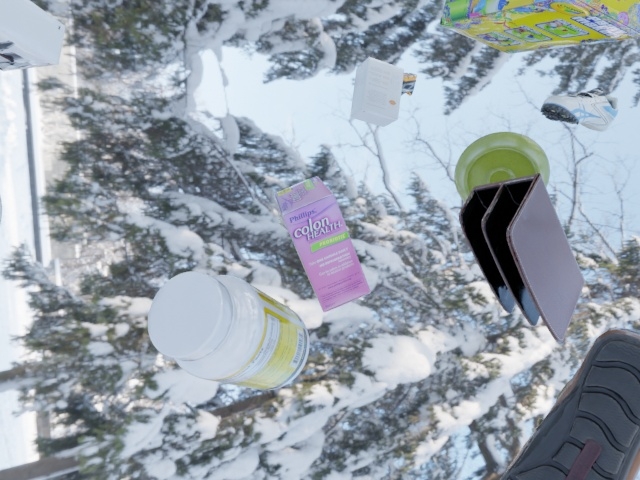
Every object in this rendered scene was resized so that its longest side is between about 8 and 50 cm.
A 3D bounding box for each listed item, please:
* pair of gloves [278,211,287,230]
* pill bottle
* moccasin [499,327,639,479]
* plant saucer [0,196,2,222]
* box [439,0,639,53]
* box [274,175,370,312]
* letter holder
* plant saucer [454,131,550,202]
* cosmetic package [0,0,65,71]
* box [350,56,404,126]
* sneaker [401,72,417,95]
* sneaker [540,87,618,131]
[{"bbox_3d":[-0.030,-0.023,1.480,0.240,0.042,0.204,38,-14,2],"label":"pair of gloves"},{"bbox_3d":[-0.163,0.176,0.881,0.188,0.334,0.188,-8,-115,18],"label":"pill bottle"},{"bbox_3d":[0.348,0.292,0.630,0.139,0.147,0.380,24,-83,40],"label":"moccasin"},{"bbox_3d":[-0.805,-0.029,0.822,0.100,0.400,0.400,37,-50,17],"label":"plant saucer"},{"bbox_3d":[0.373,-0.473,0.716,0.279,0.177,0.290,-142,-116,-63],"label":"box"},{"bbox_3d":[0.000,0.000,1.061,0.213,0.117,0.243,-118,-175,-70],"label":"box"},{"bbox_3d":[0.421,0.050,0.993,0.152,0.214,0.302,-8,-57,47],"label":"letter holder"},{"bbox_3d":[0.480,-0.166,1.230,0.241,0.037,0.241,9,-59,15],"label":"plant saucer"},{"bbox_3d":[-0.405,-0.263,0.483,0.099,0.239,0.060,0,-99,19],"label":"cosmetic package"},{"bbox_3d":[0.178,-0.466,1.463,0.091,0.130,0.170,173,-73,-69],"label":"box"},{"bbox_3d":[0.266,-0.575,1.741,0.084,0.215,0.083,-119,-159,-54],"label":"sneaker"},{"bbox_3d":[0.548,-0.285,0.976,0.085,0.237,0.086,35,-60,48],"label":"sneaker"}]
